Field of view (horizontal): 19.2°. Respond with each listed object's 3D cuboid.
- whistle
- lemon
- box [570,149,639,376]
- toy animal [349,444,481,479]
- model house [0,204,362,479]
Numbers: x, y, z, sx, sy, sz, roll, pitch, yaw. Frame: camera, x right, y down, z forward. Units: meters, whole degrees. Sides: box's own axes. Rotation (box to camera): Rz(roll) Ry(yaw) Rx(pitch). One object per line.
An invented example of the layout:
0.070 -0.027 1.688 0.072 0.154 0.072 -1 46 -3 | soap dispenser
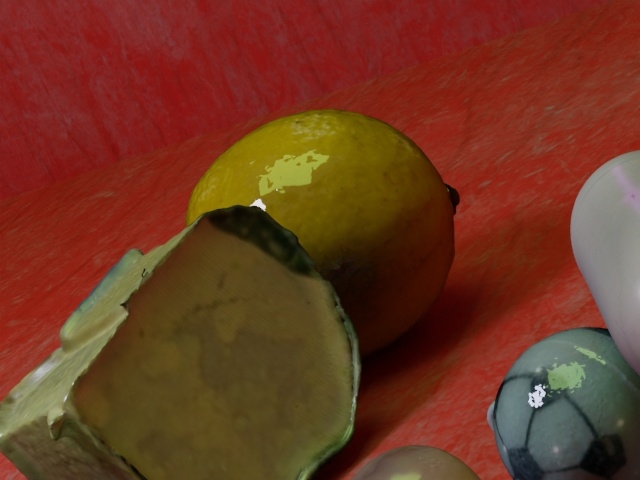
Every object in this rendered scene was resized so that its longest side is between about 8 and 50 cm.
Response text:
0.235 0.144 1.472 0.163 0.163 0.289 -36 19 -34 | whistle
-0.001 0.000 2.047 0.297 0.297 0.297 -23 16 7 | lemon
0.341 0.048 1.443 0.349 0.288 0.141 -90 22 -74 | box
0.029 0.249 1.353 0.229 0.210 0.221 12 31 2 | toy animal
-0.148 0.159 1.864 0.266 0.261 0.321 -25 23 52 | model house
